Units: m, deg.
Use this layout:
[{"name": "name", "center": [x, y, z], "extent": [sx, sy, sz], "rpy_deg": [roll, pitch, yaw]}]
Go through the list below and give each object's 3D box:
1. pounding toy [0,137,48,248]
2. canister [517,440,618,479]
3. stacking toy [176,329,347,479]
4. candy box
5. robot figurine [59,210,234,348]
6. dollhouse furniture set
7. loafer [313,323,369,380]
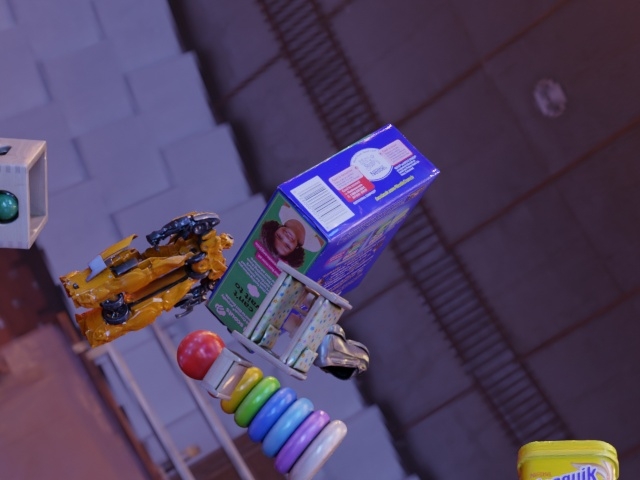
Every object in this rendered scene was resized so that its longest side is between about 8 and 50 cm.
[{"name": "pounding toy", "center": [-0.403, -0.065, 1.680], "extent": [0.141, 0.100, 0.130], "rpy_deg": [-84, 178, -69]}, {"name": "canister", "center": [0.306, 0.336, 1.667], "extent": [0.126, 0.170, 0.073], "rpy_deg": [-3, -45, 12]}, {"name": "stacking toy", "center": [-0.119, 0.281, 2.373], "extent": [0.330, 0.141, 0.141], "rpy_deg": [38, -38, 8]}, {"name": "candy box", "center": [0.000, 0.000, 2.062], "extent": [0.122, 0.268, 0.317], "rpy_deg": [47, -43, 13]}, {"name": "robot figurine", "center": [-0.279, 0.054, 2.254], "extent": [0.085, 0.291, 0.211], "rpy_deg": [47, -22, 37]}, {"name": "dollhouse furniture set", "center": [-0.033, 0.142, 1.695], "extent": [0.101, 0.182, 0.161], "rpy_deg": [32, -1, 24]}, {"name": "loafer", "center": [0.027, 0.227, 2.542], "extent": [0.267, 0.096, 0.084], "rpy_deg": [47, 37, -63]}]
